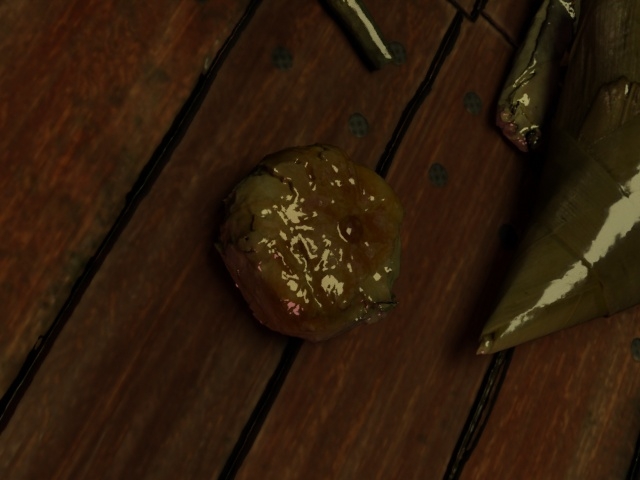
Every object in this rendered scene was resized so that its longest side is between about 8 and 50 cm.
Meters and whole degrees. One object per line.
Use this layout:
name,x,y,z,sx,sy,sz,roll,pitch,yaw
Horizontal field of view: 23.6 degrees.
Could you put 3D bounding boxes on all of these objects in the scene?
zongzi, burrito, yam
zongzi,0.215,-0.070,1.252,0.300,0.145,0.274,-15,94,-34
burrito,0.192,-0.157,1.339,0.051,0.042,0.171,45,58,-37
yam,-0.014,-0.236,1.230,0.234,0.029,0.027,54,26,-7

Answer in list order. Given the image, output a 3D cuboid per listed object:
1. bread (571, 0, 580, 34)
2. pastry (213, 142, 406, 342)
bread,0.296,-0.186,1.429,0.153,0.028,0.068,7,71,-35
pastry,-0.004,0.001,1.126,0.153,0.081,0.153,8,70,-22
